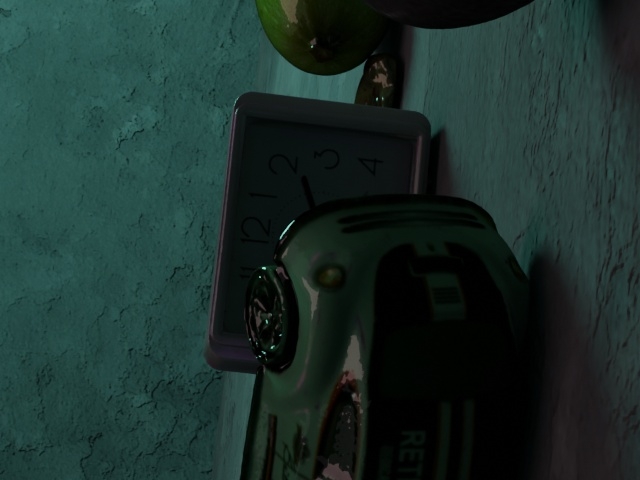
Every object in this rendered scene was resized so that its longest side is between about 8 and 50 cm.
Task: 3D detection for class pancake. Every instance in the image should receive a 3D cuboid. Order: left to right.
[{"bbox_3d":[0.040,-0.050,1.317,0.212,0.029,0.235,103,173,-45],"label":"pancake"}]

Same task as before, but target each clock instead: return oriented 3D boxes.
[{"bbox_3d":[0.000,0.000,1.085,0.063,0.150,0.197,114,162,-77],"label":"clock"}]

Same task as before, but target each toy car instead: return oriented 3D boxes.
[{"bbox_3d":[0.033,0.129,0.797,0.125,0.136,0.306,40,126,56],"label":"toy car"}]

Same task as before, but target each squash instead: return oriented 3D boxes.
[{"bbox_3d":[0.004,-0.231,1.392,0.247,0.132,0.132,-104,22,-62],"label":"squash"}]

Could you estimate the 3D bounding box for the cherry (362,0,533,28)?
[{"bbox_3d":[0.071,-0.181,0.723,0.176,0.140,0.176,178,90,-75],"label":"cherry"}]
